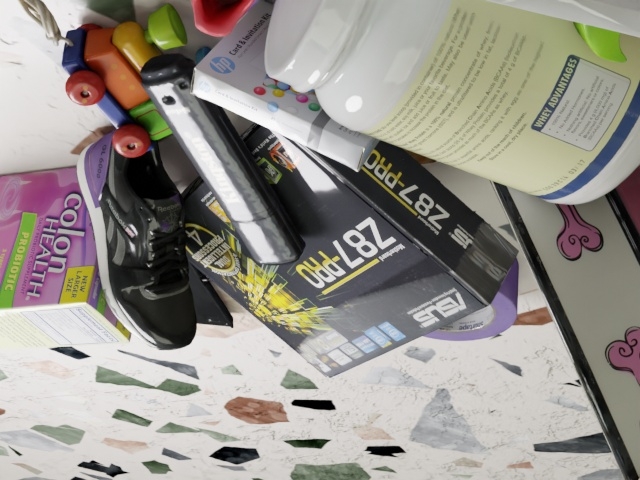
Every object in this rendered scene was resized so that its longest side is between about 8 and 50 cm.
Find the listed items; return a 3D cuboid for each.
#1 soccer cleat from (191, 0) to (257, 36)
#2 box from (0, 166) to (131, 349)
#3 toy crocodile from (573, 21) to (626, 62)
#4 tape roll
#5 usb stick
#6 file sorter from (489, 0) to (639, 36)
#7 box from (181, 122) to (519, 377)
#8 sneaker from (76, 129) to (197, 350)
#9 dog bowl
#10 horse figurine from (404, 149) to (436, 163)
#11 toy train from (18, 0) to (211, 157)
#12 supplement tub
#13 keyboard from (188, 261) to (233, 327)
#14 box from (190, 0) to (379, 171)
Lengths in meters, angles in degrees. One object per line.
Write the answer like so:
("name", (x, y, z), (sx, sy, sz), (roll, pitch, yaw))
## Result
("soccer cleat", (-0.046, -0.304, 0.979), (0.109, 0.116, 0.318), (16, 149, -14))
("box", (-0.366, 0.024, 1.520), (0.243, 0.213, 0.117), (-4, 148, 20))
("toy crocodile", (0.351, -0.249, 0.883), (0.340, 0.115, 0.105), (-26, 113, -3))
("tape roll", (0.185, 0.067, 1.600), (0.189, 0.080, 0.189), (6, 151, 3))
("usb stick", (-0.102, -0.081, 1.230), (0.077, 0.045, 0.278), (4, 135, 44))
("file sorter", (0.167, -0.296, 0.758), (0.193, 0.277, 0.173), (11, 134, -6))
("box", (0.000, 0.000, 1.376), (0.318, 0.097, 0.395), (40, 148, -11))
("sneaker", (-0.212, -0.002, 1.387), (0.107, 0.283, 0.124), (-21, 180, -38))
("dog bowl", (0.323, 0.052, 1.260), (0.150, 0.408, 0.408), (-24, 143, 9))
("horse figurine", (0.090, -0.151, 1.264), (0.263, 0.066, 0.174), (23, 139, -19))
("toy train", (-0.209, -0.212, 1.213), (0.143, 0.105, 0.248), (-22, 134, 16))
("supplement tub", (0.136, -0.185, 1.025), (0.325, 0.235, 0.235), (18, 148, -18))
("keyboard", (-0.195, 0.050, 1.709), (0.201, 0.033, 0.317), (4, 151, 18))
("box", (-0.013, -0.160, 1.138), (0.186, 0.145, 0.038), (25, 137, 10))
